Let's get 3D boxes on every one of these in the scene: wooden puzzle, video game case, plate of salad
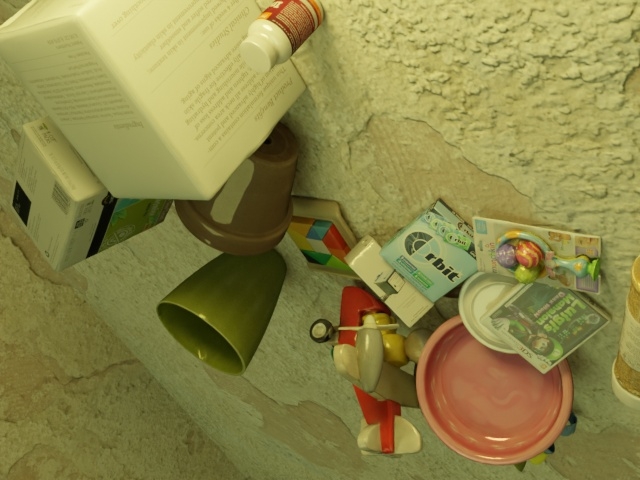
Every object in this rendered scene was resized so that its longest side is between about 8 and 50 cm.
[{"bbox_3d":[0.000,0.000,2.030,0.220,0.044,0.239,10,141,42],"label":"wooden puzzle"},{"bbox_3d":[0.436,0.154,1.702,0.173,0.022,0.190,39,125,-3],"label":"video game case"},{"bbox_3d":[0.379,0.138,1.769,0.199,0.048,0.200,12,119,23],"label":"plate of salad"}]

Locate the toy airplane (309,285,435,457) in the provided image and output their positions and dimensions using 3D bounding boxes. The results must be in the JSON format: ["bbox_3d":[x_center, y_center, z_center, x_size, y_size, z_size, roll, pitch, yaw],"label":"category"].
[{"bbox_3d":[0.163,0.306,2.002,0.272,0.386,0.384,-30,103,17],"label":"toy airplane"}]

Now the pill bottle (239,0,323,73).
[{"bbox_3d":[-0.068,-0.354,1.470,0.086,0.152,0.086,27,150,18],"label":"pill bottle"}]

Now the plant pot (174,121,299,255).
[{"bbox_3d":[-0.150,-0.136,1.831,0.263,0.263,0.229,36,133,3],"label":"plant pot"}]

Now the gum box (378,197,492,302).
[{"bbox_3d":[0.232,0.023,1.746,0.157,0.041,0.184,42,132,-7],"label":"gum box"}]

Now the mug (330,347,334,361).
[{"bbox_3d":[0.106,0.294,2.280,0.129,0.097,0.158,22,144,23],"label":"mug"}]

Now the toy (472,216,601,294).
[{"bbox_3d":[0.389,0.039,1.595,0.237,0.056,0.137,8,131,27],"label":"toy"}]

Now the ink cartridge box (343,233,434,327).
[{"bbox_3d":[0.146,0.085,1.884,0.190,0.082,0.139,44,-178,-6],"label":"ink cartridge box"}]

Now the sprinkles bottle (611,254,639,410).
[{"bbox_3d":[0.586,0.164,1.524,0.121,0.121,0.355,22,148,27],"label":"sprinkles bottle"}]

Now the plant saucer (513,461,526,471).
[{"bbox_3d":[0.427,0.429,2.060,0.241,0.037,0.241,54,-169,-15],"label":"plant saucer"}]

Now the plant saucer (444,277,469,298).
[{"bbox_3d":[0.249,0.056,1.846,0.168,0.029,0.168,28,150,18],"label":"plant saucer"}]

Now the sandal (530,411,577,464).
[{"bbox_3d":[0.470,0.353,1.968,0.138,0.126,0.317,-28,108,23],"label":"sandal"}]

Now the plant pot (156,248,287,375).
[{"bbox_3d":[-0.220,0.145,2.231,0.274,0.294,0.275,28,150,18],"label":"plant pot"}]

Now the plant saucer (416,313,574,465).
[{"bbox_3d":[0.372,0.306,1.857,0.332,0.332,0.084,27,-168,19],"label":"plant saucer"}]

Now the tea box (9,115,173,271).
[{"bbox_3d":[-0.508,-0.145,2.010,0.220,0.323,0.329,52,144,11],"label":"tea box"}]

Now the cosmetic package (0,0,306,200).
[{"bbox_3d":[-0.307,-0.323,1.603,0.327,0.329,0.394,3,136,45],"label":"cosmetic package"}]
